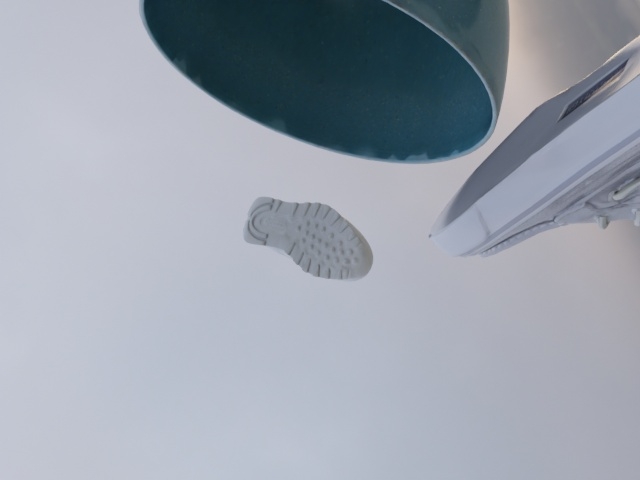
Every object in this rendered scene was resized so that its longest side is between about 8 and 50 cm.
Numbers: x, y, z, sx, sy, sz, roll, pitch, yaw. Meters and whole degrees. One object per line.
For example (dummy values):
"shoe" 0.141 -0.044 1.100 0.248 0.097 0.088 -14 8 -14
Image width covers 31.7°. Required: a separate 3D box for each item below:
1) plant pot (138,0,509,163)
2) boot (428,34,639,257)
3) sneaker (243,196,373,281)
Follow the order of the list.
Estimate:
"plant pot" 0.026 -0.216 0.900 0.290 0.290 0.195 38 -115 -45
"boot" 0.168 -0.026 0.589 0.123 0.258 0.095 41 -125 -7
"sneaker" 0.000 0.000 1.472 0.095 0.090 0.235 25 -179 -41
